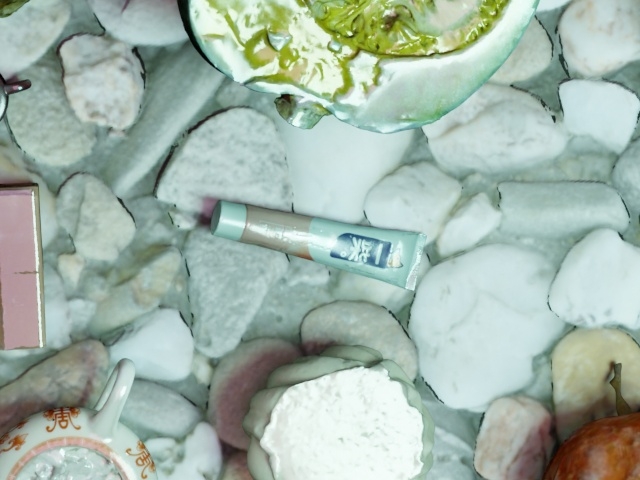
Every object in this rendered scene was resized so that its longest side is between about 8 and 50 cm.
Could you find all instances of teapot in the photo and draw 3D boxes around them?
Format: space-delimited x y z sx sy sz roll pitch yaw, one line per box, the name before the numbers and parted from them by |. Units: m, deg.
teapot | -0.302 -0.126 1.269 0.100 0.045 0.068 -15 101 -8
teapot | -0.221 0.217 1.297 0.159 0.116 0.246 18 96 0

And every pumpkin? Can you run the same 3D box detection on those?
pumpkin | 0.017 -0.240 1.248 0.293 0.197 0.263 24 104 -20

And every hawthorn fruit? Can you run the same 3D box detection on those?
hawthorn fruit | 0.309 0.240 1.367 0.241 0.242 0.272 1 67 -11

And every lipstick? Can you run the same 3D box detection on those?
lipstick | -0.270 0.023 1.295 0.045 0.045 0.145 -3 99 -12

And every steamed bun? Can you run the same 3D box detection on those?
steamed bun | 0.018 0.181 1.342 0.182 0.106 0.183 -1 94 -13

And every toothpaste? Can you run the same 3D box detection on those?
toothpaste | 0.000 0.000 1.353 0.205 0.036 0.056 13 95 -17

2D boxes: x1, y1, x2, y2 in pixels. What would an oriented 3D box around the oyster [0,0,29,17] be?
oyster | -0.259 -0.280 1.200 0.294 0.094 0.166 -48 140 5
